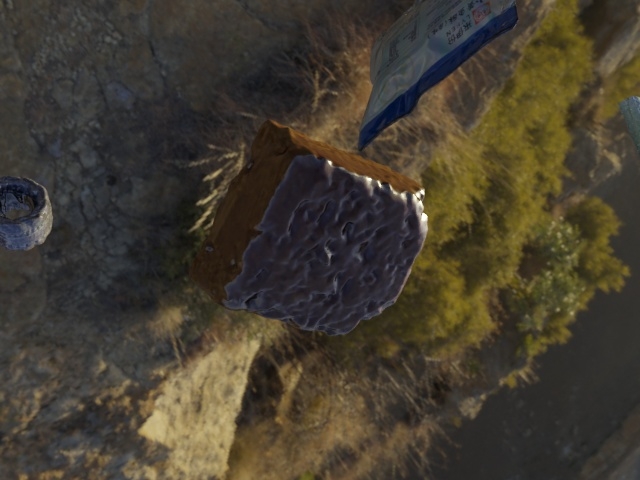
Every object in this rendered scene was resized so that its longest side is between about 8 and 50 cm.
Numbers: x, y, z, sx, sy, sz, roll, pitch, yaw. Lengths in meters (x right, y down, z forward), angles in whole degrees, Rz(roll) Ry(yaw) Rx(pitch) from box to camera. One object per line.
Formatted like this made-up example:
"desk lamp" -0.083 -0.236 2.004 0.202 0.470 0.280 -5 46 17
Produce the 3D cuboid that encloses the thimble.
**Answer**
"thimble" -0.653 -0.057 1.502 0.150 0.150 0.098 -21 152 -29

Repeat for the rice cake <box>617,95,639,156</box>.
"rice cake" 0.608 -0.143 1.236 0.127 0.237 0.043 7 150 -37

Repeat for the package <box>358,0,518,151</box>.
"package" 0.093 -0.174 0.593 0.027 0.173 0.171 33 134 -26

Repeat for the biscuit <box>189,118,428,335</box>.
"biscuit" 0.000 0.000 1.280 0.395 0.166 0.343 15 109 -38
